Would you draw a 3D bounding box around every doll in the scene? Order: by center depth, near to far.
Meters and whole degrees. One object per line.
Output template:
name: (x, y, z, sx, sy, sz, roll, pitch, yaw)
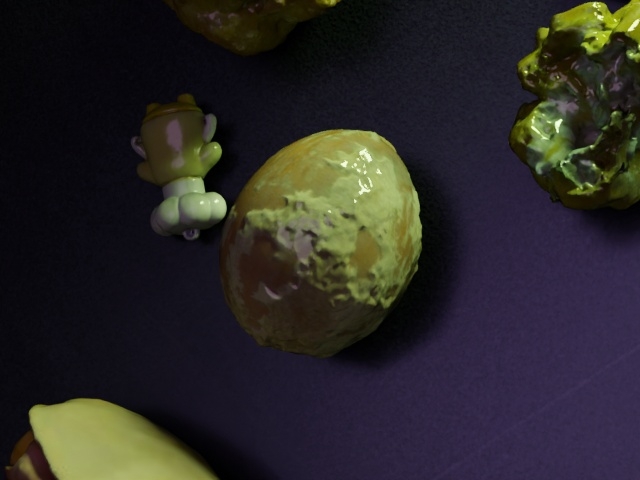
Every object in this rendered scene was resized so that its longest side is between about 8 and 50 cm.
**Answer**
doll: (-0.154, -0.078, 1.813, 0.106, 0.062, 0.163, -14, 76, 21)

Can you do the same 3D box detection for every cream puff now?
cream puff: (0.278, -0.141, 1.623, 0.194, 0.194, 0.221, 30, 104, 21)
cream puff: (-0.066, -0.313, 1.747, 0.244, 0.244, 0.196, -39, 102, 10)

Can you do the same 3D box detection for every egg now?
egg: (0.000, 0.000, 1.673, 0.203, 0.203, 0.245, 27, 92, 21)

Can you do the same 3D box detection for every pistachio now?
pistachio: (-0.209, 0.296, 1.685, 0.309, 0.230, 0.230, 37, 94, 25)
